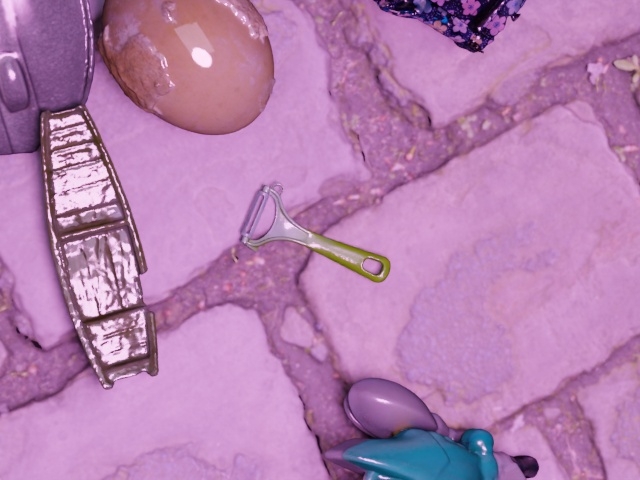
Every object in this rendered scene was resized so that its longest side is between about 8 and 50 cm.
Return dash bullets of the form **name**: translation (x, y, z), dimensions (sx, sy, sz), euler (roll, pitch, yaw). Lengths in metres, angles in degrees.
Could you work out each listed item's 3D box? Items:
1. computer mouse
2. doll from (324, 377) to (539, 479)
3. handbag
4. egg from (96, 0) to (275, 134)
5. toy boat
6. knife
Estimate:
- **computer mouse**: translation (-0.353, -0.270, 1.581), dimensions (0.203, 0.114, 0.374), euler (-21, 92, -13)
- **doll**: translation (0.102, 0.269, 1.648), dimensions (0.258, 0.153, 0.195), euler (35, 61, -25)
- **handbag**: translation (0.153, -0.329, 1.669), dimensions (0.207, 0.126, 0.229), euler (21, 93, -43)
- **egg**: translation (-0.137, -0.197, 1.597), dimensions (0.164, 0.164, 0.201), euler (-44, 95, -11)
- **toy boat**: translation (-0.234, 0.005, 1.617), dimensions (0.093, 0.055, 0.293), euler (-15, 94, -16)
- **knife**: translation (-0.001, 0.000, 1.687), dimensions (0.166, 0.022, 0.078), euler (23, 89, -8)
